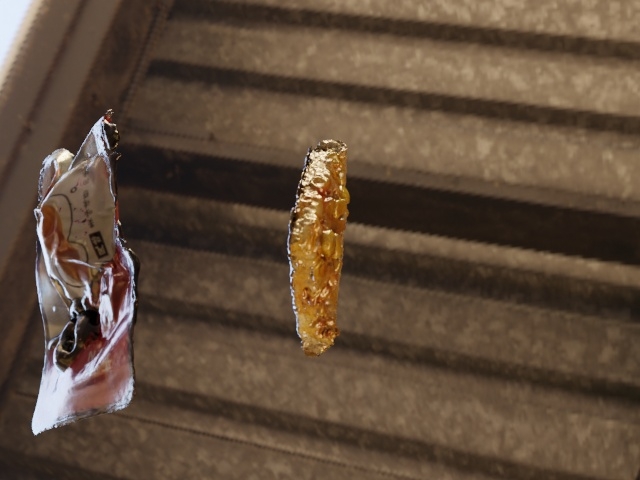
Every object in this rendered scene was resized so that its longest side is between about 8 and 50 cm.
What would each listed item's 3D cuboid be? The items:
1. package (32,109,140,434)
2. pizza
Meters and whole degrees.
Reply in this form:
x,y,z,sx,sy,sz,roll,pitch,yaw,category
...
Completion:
x,y,z,sx,sy,sz,roll,pitch,yaw,category
-0.209,0.028,1.077,0.071,0.194,0.269,0,-107,-30,package
0.000,0.000,0.979,0.041,0.131,0.178,4,-103,8,pizza
